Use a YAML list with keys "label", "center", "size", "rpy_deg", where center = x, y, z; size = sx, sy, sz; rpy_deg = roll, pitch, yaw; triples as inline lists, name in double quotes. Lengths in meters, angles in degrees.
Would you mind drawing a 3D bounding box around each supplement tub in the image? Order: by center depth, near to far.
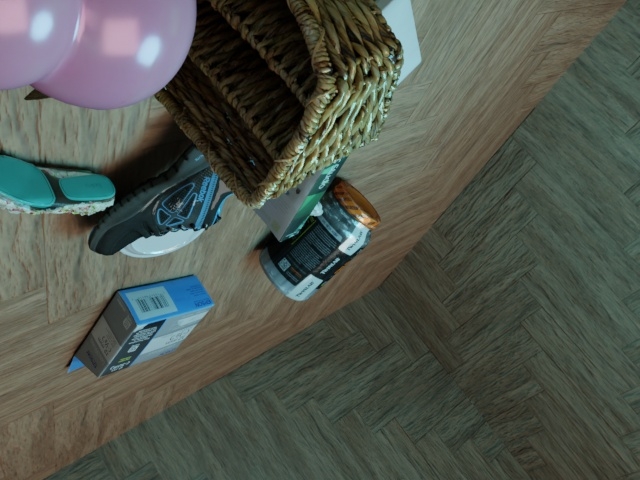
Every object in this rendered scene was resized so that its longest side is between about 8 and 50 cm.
- label: "supplement tub"
  center: [0.000, 0.000, 1.539]
  size: [0.338, 0.207, 0.207]
  rpy_deg: [-43, 162, 19]

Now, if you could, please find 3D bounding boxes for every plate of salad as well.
- label: "plate of salad"
  center: [-0.324, -0.032, 1.088]
  size: [0.199, 0.048, 0.200]
  rpy_deg: [-24, 155, -12]

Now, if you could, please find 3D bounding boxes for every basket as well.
- label: "basket"
  center: [-0.077, -0.230, 0.643]
  size: [0.223, 0.299, 0.213]
  rpy_deg: [-31, 161, -20]

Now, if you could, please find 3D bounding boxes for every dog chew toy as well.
- label: "dog chew toy"
  center: [-0.265, -0.215, 0.442]
  size: [0.207, 0.207, 0.331]
  rpy_deg: [-49, 165, 31]

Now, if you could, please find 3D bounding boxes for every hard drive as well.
- label: "hard drive"
  center: [0.065, -0.313, 1.026]
  size: [0.307, 0.040, 0.203]
  rpy_deg: [-46, 152, -4]

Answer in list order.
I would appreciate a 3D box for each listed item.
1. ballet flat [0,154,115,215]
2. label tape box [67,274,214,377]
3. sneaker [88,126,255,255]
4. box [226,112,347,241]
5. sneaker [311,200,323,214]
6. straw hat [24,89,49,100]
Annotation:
- label: "ballet flat"
  center: [-0.410, -0.066, 0.773]
  size: [0.077, 0.091, 0.241]
  rpy_deg: [-30, 165, 22]
- label: "label tape box"
  center: [-0.477, 0.254, 1.400]
  size: [0.348, 0.115, 0.249]
  rpy_deg: [-49, 159, 28]
- label: "sneaker"
  center: [-0.256, -0.055, 0.922]
  size: [0.340, 0.140, 0.125]
  rpy_deg: [-33, -160, 14]
- label: "box"
  center: [-0.063, -0.183, 0.907]
  size: [0.058, 0.232, 0.322]
  rpy_deg: [-28, 161, -43]
- label: "sneaker"
  center: [-0.066, -0.094, 1.244]
  size: [0.118, 0.110, 0.292]
  rpy_deg: [-21, -177, -5]
- label: "straw hat"
  center: [-0.294, -0.220, 0.634]
  size: [0.144, 0.144, 0.061]
  rpy_deg: [-28, 122, -28]
